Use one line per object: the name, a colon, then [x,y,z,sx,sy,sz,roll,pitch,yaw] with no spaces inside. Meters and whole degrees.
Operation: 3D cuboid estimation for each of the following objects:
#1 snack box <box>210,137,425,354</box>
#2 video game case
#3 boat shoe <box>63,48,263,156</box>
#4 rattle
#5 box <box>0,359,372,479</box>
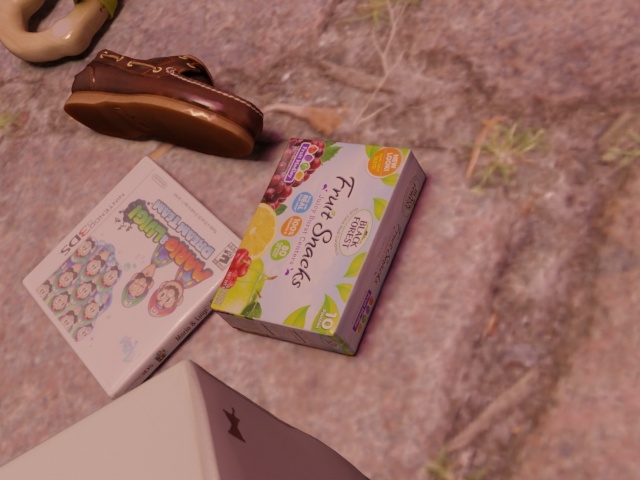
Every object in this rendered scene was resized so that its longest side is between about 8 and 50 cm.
snack box: [0.000,0.000,0.656,0.100,0.037,0.141,9,65,31]
video game case: [-0.140,0.023,0.729,0.143,0.019,0.157,-46,50,-5]
boat shoe: [-0.124,-0.119,0.778,0.207,0.073,0.073,16,70,35]
rattle: [-0.303,-0.250,0.924,0.200,0.143,0.130,21,90,30]
box: [-0.118,0.234,0.417,0.345,0.215,0.168,-31,47,15]
